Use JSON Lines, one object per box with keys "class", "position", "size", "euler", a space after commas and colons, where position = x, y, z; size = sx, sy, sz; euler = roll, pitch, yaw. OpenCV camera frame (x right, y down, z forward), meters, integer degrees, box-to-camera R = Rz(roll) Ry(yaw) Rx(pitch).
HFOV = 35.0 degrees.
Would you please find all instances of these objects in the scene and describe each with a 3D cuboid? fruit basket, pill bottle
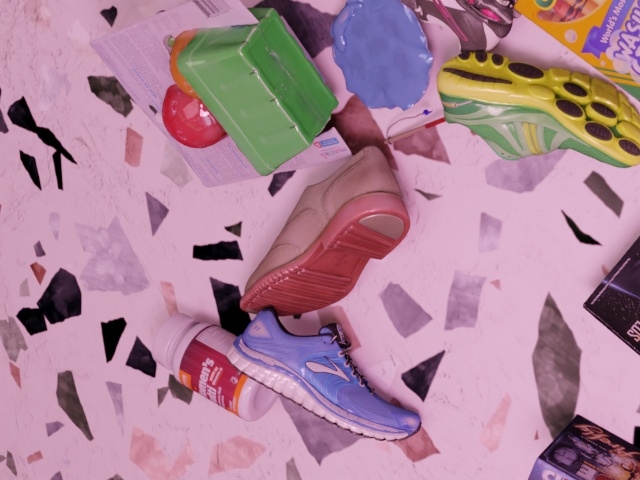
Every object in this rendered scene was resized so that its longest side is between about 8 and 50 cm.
{"class": "fruit basket", "position": [-0.157, -0.230, 1.591], "size": [0.353, 0.165, 0.327], "euler": [-3, 133, 49]}
{"class": "pill bottle", "position": [-0.181, 0.217, 1.779], "size": [0.221, 0.121, 0.121], "euler": [24, 115, 26]}

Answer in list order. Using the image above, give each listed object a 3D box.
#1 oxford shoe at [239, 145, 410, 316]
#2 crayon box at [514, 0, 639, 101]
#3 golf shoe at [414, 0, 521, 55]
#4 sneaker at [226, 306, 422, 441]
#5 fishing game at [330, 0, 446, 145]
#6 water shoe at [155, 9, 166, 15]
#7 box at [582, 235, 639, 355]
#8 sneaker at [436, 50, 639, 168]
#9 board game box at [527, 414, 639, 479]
{"class": "oxford shoe", "position": [0.000, 0.000, 1.619], "size": [0.397, 0.140, 0.147], "euler": [-38, 48, 41]}
{"class": "crayon box", "position": [0.380, -0.314, 1.249], "size": [0.323, 0.083, 0.203], "euler": [42, 139, 18]}
{"class": "golf shoe", "position": [0.154, -0.369, 1.408], "size": [0.273, 0.105, 0.120], "euler": [50, 133, 14]}
{"class": "sneaker", "position": [0.020, 0.212, 1.628], "size": [0.330, 0.130, 0.147], "euler": [29, 83, 2]}
{"class": "fishing game", "position": [0.093, -0.277, 1.502], "size": [0.189, 0.041, 0.264], "euler": [-18, 99, 49]}
{"class": "water shoe", "position": [-0.176, -0.345, 1.664], "size": [0.203, 0.073, 0.080], "euler": [30, 100, 17]}
{"class": "box", "position": [0.461, 0.062, 1.331], "size": [0.147, 0.077, 0.180], "euler": [42, 122, 17]}
{"class": "sneaker", "position": [0.299, -0.166, 1.379], "size": [0.295, 0.109, 0.123], "euler": [24, 147, 20]}
{"class": "board game box", "position": [0.424, 0.341, 1.379], "size": [0.243, 0.165, 0.042], "euler": [28, 117, 24]}
